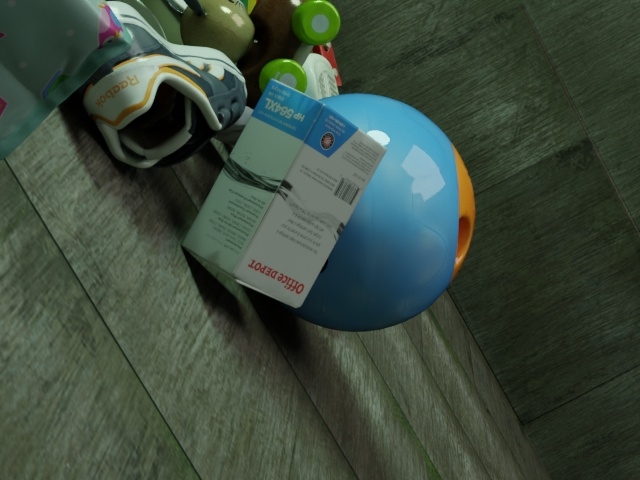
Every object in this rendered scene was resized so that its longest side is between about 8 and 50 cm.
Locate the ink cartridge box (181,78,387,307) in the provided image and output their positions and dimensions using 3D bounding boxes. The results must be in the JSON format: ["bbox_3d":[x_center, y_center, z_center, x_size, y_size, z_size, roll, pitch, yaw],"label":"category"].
[{"bbox_3d":[-0.037,-0.047,1.537,0.086,0.203,0.148,29,0,33],"label":"ink cartridge box"}]

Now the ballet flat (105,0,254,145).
[{"bbox_3d":[-0.157,-0.217,1.763,0.400,0.139,0.139,51,14,-33],"label":"ballet flat"}]

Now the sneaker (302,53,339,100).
[{"bbox_3d":[-0.035,-0.080,1.993,0.131,0.148,0.350,-43,125,-66],"label":"sneaker"}]

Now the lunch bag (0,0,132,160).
[{"bbox_3d":[-0.269,-0.208,0.966,0.223,0.160,0.262,49,1,-38],"label":"lunch bag"}]

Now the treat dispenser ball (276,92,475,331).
[{"bbox_3d":[0.042,-0.034,1.747,0.288,0.288,0.288,59,10,-16],"label":"treat dispenser ball"}]

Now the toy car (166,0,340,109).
[{"bbox_3d":[-0.101,-0.250,1.644,0.188,0.149,0.155,30,-4,-22],"label":"toy car"}]

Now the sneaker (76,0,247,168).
[{"bbox_3d":[-0.154,-0.132,1.471,0.127,0.126,0.321,62,16,17],"label":"sneaker"}]

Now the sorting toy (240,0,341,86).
[{"bbox_3d":[-0.064,-0.336,2.256,0.257,0.089,0.256,-16,93,-62],"label":"sorting toy"}]
